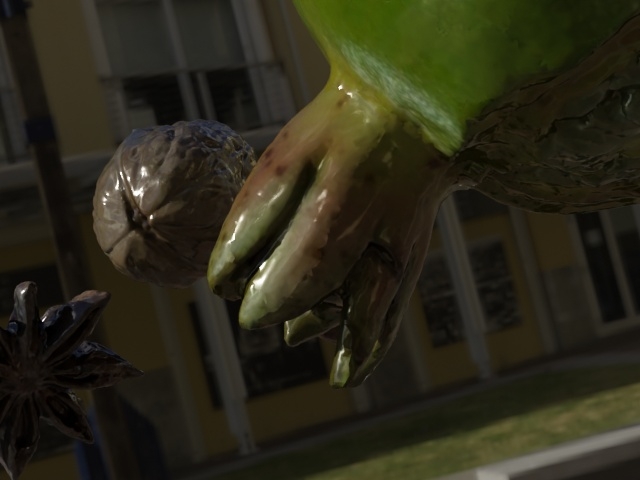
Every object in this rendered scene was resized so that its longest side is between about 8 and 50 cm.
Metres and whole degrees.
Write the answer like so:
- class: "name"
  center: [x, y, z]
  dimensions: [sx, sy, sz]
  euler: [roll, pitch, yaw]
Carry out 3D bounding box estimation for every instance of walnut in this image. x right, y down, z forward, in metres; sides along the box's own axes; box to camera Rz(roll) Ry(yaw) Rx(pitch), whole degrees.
- class: "walnut"
  center: [-0.146, -0.046, 1.362]
  dimensions: [0.178, 0.178, 0.230]
  euler: [-16, 17, 22]

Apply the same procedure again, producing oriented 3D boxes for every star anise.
- class: "star anise"
  center: [-0.302, 0.139, 1.252]
  dimensions: [0.262, 0.230, 0.081]
  euler: [-44, 42, -7]

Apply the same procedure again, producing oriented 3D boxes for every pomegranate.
- class: "pomegranate"
  center: [0.064, -0.084, 0.528]
  dimensions: [0.302, 0.236, 0.236]
  euler: [-48, -8, 5]

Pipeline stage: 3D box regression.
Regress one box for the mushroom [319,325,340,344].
- class: "mushroom"
  center: [0.000, 0.000, 0.987]
  dimensions: [0.061, 0.187, 0.060]
  euler: [-33, -42, 27]
